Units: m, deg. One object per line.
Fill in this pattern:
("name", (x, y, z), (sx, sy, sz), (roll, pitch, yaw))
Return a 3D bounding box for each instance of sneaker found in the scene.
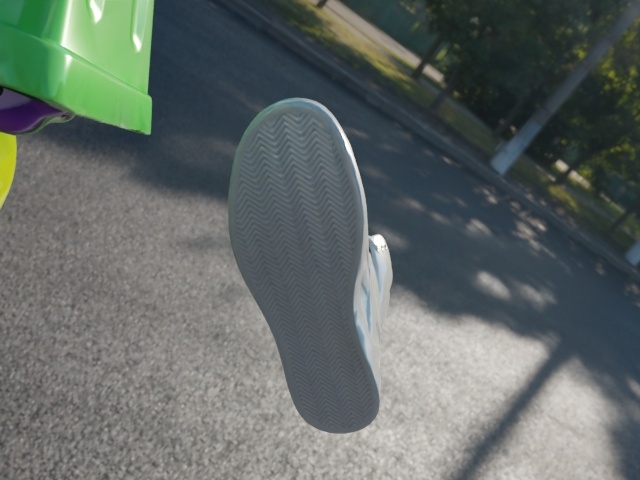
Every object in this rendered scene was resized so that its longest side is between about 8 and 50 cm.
("sneaker", (0.000, 0.000, 0.653), (0.108, 0.293, 0.169), (-3, 28, 10))

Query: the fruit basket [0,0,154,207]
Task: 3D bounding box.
("fruit basket", (-0.321, -0.123, 0.548), (0.392, 0.392, 0.283), (38, 3, 0))
